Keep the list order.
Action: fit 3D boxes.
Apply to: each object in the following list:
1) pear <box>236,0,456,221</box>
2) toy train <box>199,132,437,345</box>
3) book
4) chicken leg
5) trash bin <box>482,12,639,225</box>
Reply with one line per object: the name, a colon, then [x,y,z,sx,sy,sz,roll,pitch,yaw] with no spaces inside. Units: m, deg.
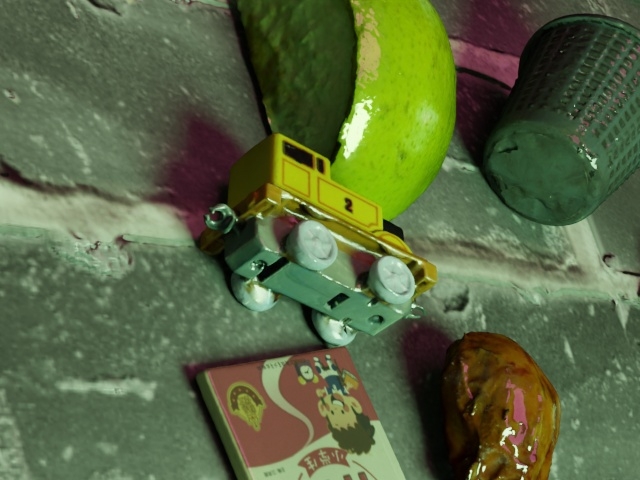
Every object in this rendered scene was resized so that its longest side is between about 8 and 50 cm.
pear: [0.059,-0.152,1.536,0.239,0.139,0.288,16,52,-50]
toy train: [0.000,0.000,1.376,0.219,0.089,0.127,25,47,-30]
book: [0.009,0.191,1.291,0.162,0.022,0.232,-5,65,-48]
chicken leg: [0.151,0.210,1.380,0.113,0.093,0.304,30,46,-44]
trash bin: [0.239,-0.101,1.665,0.175,0.175,0.161,46,49,-9]
